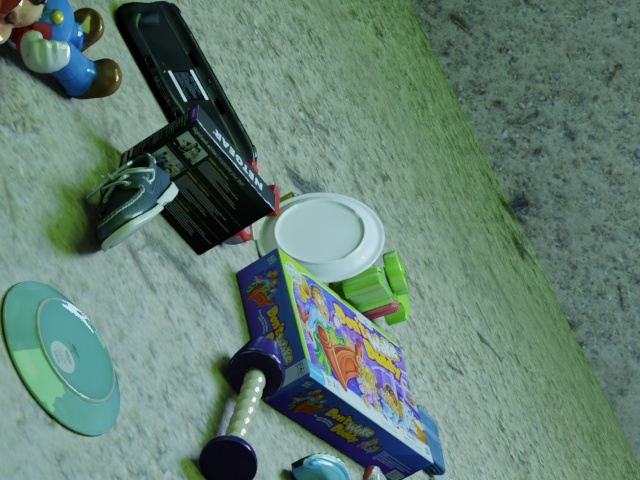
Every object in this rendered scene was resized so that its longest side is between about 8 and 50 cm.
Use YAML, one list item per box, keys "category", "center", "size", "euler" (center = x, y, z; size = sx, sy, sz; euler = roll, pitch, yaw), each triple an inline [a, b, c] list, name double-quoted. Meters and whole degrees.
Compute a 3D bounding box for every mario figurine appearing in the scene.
- category: "mario figurine"
  center: [-0.334, -0.287, 1.778]
  size: [0.198, 0.170, 0.320]
  euler: [29, -2, 23]

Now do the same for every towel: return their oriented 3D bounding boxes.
- category: "towel"
  center: [0.175, 0.332, 2.388]
  size: [0.067, 0.029, 0.119]
  euler: [46, 22, -34]

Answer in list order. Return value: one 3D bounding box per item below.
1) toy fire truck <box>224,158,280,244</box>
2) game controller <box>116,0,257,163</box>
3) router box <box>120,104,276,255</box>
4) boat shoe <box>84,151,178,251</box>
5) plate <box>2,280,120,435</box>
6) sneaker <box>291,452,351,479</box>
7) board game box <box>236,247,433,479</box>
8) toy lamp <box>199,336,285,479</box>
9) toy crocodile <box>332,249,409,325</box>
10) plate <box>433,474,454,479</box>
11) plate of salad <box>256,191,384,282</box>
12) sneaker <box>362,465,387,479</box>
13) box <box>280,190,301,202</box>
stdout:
- category: "toy fire truck"
  center: [-0.112, -0.047, 2.168]
  size: [0.192, 0.047, 0.135]
  euler: [-79, 158, -46]
- category: "game controller"
  center: [-0.207, -0.234, 2.242]
  size: [0.166, 0.067, 0.319]
  euler: [-20, 79, -57]
- category: "router box"
  center: [-0.165, -0.080, 1.969]
  size: [0.179, 0.133, 0.046]
  euler: [50, 21, -28]
- category: "boat shoe"
  center: [-0.239, -0.057, 1.803]
  size: [0.079, 0.095, 0.254]
  euler: [58, 17, -10]
- category: "plate"
  center: [-0.271, 0.122, 1.556]
  size: [0.188, 0.024, 0.188]
  euler: [51, 20, -27]
- category: "sneaker"
  center: [0.019, 0.345, 1.909]
  size: [0.162, 0.063, 0.073]
  euler: [49, 24, -27]
- category: "board game box"
  center: [0.024, 0.191, 2.132]
  size: [0.347, 0.078, 0.233]
  euler: [40, 26, -46]
- category: "toy lamp"
  center: [-0.093, 0.204, 1.810]
  size: [0.080, 0.080, 0.274]
  euler: [54, 18, -16]
- category: "toy crocodile"
  center: [0.090, 0.085, 2.345]
  size: [0.340, 0.115, 0.105]
  euler: [38, 34, -82]
- category: "plate"
  center: [0.254, 0.481, 2.210]
  size: [0.277, 0.045, 0.278]
  euler: [62, -1, 8]
- category: "plate of salad"
  center: [0.000, 0.000, 2.239]
  size: [0.048, 0.200, 0.199]
  euler: [88, -7, -45]
- category: "sneaker"
  center: [0.135, 0.405, 2.069]
  size: [0.225, 0.093, 0.088]
  euler: [52, 19, -18]
- category: "box"
  center: [-0.024, -0.033, 2.383]
  size: [0.169, 0.059, 0.054]
  euler: [20, 44, -63]
